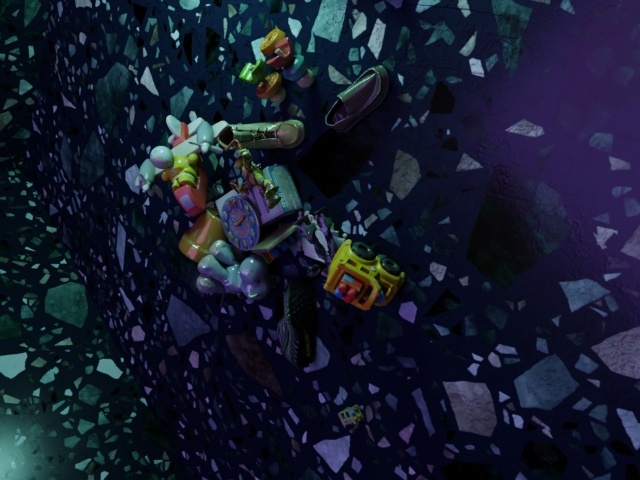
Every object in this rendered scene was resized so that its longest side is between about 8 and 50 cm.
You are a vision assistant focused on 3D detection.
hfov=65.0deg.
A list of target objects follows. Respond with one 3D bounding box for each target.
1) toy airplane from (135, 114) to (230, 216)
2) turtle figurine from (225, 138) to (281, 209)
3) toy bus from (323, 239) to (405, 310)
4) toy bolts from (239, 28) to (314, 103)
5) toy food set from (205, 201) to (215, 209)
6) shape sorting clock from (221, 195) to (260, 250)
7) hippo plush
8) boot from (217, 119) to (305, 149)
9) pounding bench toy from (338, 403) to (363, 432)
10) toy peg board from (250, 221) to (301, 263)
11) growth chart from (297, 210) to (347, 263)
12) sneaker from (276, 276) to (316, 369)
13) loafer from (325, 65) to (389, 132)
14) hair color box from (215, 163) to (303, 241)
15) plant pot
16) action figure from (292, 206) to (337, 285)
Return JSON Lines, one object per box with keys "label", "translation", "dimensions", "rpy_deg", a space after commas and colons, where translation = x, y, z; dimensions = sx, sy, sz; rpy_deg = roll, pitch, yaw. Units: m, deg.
{"label": "toy airplane", "translation": [-0.552, -0.327, 1.964], "dimensions": [0.384, 0.272, 0.386], "rpy_deg": [26, 98, 28]}
{"label": "turtle figurine", "translation": [-0.221, -0.204, 1.685], "dimensions": [0.217, 0.087, 0.270], "rpy_deg": [45, 150, 20]}
{"label": "toy bus", "translation": [0.123, 0.128, 1.472], "dimensions": [0.220, 0.211, 0.150], "rpy_deg": [30, 117, 1]}
{"label": "toy bolts", "translation": [-0.114, -0.566, 1.636], "dimensions": [0.228, 0.158, 0.218], "rpy_deg": [7, 66, 52]}
{"label": "toy food set", "translation": [-0.466, -0.118, 2.129], "dimensions": [0.082, 0.020, 0.083], "rpy_deg": [-30, 81, 44]}
{"label": "shape sorting clock", "translation": [-0.294, -0.061, 1.821], "dimensions": [0.206, 0.040, 0.206], "rpy_deg": [15, 112, 40]}
{"label": "hippo plush", "translation": [-0.315, 0.154, 1.904], "dimensions": [0.236, 0.234, 0.295], "rpy_deg": [15, 114, 39]}
{"label": "boot", "translation": [-0.200, -0.353, 1.686], "dimensions": [0.261, 0.203, 0.095], "rpy_deg": [9, 106, 43]}
{"label": "pounding bench toy", "translation": [0.115, 0.628, 1.758], "dimensions": [0.065, 0.052, 0.083], "rpy_deg": [-36, 76, 42]}
{"label": "toy peg board", "translation": [-0.136, 0.014, 1.748], "dimensions": [0.079, 0.161, 0.160], "rpy_deg": [56, 156, -14]}
{"label": "growth chart", "translation": [0.000, 0.000, 1.721], "dimensions": [0.237, 0.021, 0.172], "rpy_deg": [27, 118, 36]}
{"label": "sneaker", "translation": [-0.108, 0.296, 1.824], "dimensions": [0.146, 0.134, 0.344], "rpy_deg": [16, 112, 40]}
{"label": "loafer", "translation": [0.103, -0.405, 1.468], "dimensions": [0.251, 0.087, 0.094], "rpy_deg": [-45, 70, 41]}
{"label": "hair color box", "translation": [-0.232, -0.131, 1.845], "dimensions": [0.347, 0.105, 0.174], "rpy_deg": [-23, 86, 44]}
{"label": "plant pot", "translation": [-0.438, -0.024, 2.024], "dimensions": [0.205, 0.205, 0.188], "rpy_deg": [38, 108, 30]}
{"label": "action figure", "translation": [0.024, 0.043, 1.626], "dimensions": [0.185, 0.099, 0.285], "rpy_deg": [-25, 96, 17]}
